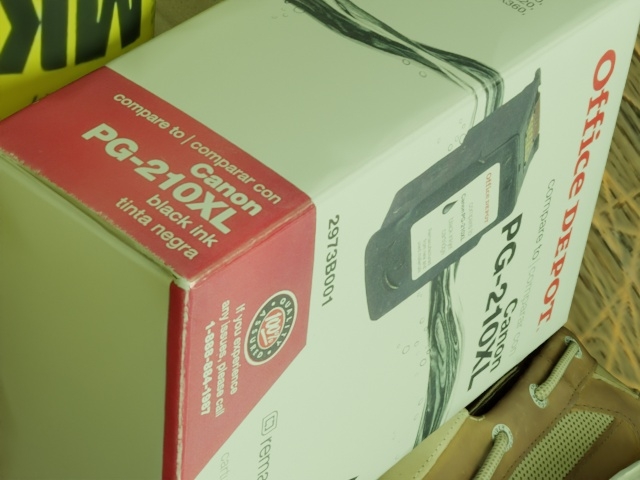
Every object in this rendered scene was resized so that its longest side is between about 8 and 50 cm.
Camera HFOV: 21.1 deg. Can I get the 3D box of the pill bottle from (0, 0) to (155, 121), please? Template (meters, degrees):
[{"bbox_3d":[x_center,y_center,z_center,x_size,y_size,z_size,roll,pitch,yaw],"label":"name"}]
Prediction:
[{"bbox_3d":[-0.116,-0.077,0.595,0.119,0.209,0.119,4,32,-3],"label":"pill bottle"}]

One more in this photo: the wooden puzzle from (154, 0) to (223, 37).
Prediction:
[{"bbox_3d":[0.015,-0.209,0.784,0.322,0.080,0.348,39,72,-29],"label":"wooden puzzle"}]

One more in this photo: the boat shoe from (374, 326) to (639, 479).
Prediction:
[{"bbox_3d":[0.030,0.124,0.702,0.324,0.123,0.116,-23,79,-48],"label":"boat shoe"}]

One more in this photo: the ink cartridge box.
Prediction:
[{"bbox_3d":[0.000,0.000,0.618,0.100,0.172,0.237,33,47,27],"label":"ink cartridge box"}]

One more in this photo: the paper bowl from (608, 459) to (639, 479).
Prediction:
[{"bbox_3d":[0.176,0.232,0.667,0.284,0.148,0.284,-15,110,-51],"label":"paper bowl"}]
